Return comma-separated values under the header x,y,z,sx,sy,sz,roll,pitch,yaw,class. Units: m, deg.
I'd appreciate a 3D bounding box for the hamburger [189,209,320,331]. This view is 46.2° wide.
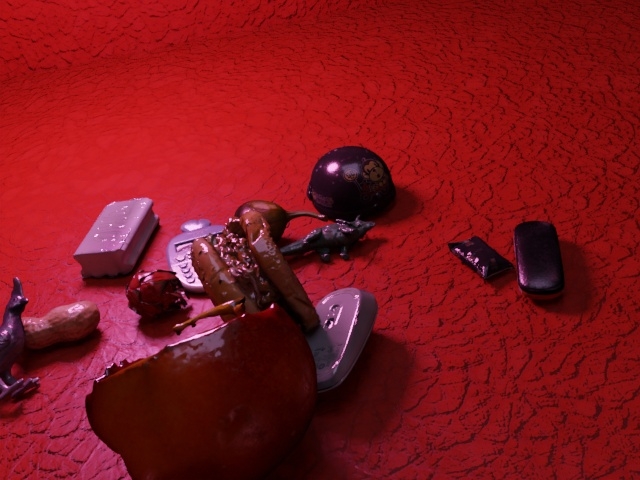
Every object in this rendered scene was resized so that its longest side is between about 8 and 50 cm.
x,y,z,sx,sy,sz,roll,pitch,yaw,class
-0.152,0.087,1.631,0.195,0.277,0.318,-32,27,-7,hamburger

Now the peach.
x,y,z,sx,sy,sz,roll,pitch,yaw,class
-0.196,0.297,1.348,0.406,0.310,0.335,-25,1,-9,peach

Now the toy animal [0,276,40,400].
x,y,z,sx,sy,sz,roll,pitch,yaw,class
-0.730,0.280,1.678,0.206,0.081,0.367,32,74,16,toy animal

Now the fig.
x,y,z,sx,sy,sz,roll,pitch,yaw,class
-0.104,-0.053,1.961,0.245,0.149,0.149,-12,35,-3,fig

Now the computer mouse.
x,y,z,sx,sy,sz,roll,pitch,yaw,class
0.036,0.219,1.589,0.159,0.097,0.288,-13,38,34,computer mouse

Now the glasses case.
x,y,z,sx,sy,sz,roll,pitch,yaw,class
0.507,0.041,1.752,0.103,0.067,0.267,0,36,12,glasses case

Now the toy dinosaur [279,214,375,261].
x,y,z,sx,sy,sz,roll,pitch,yaw,class
0.008,0.007,1.915,0.292,0.079,0.120,-23,32,-19,toy dinosaur

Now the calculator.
x,y,z,sx,sy,sz,roll,pitch,yaw,class
-0.309,0.035,1.977,0.188,0.042,0.303,-16,36,-6,calculator

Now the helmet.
x,y,z,sx,sy,sz,roll,pitch,yaw,class
0.075,-0.181,2.088,0.230,0.160,0.279,-31,42,-25,helmet

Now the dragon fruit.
x,y,z,sx,sy,sz,roll,pitch,yaw,class
-0.399,0.127,1.818,0.142,0.130,0.121,-36,10,-30,dragon fruit

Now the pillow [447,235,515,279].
x,y,z,sx,sy,sz,roll,pitch,yaw,class
0.382,0.040,1.800,0.090,0.048,0.150,-31,44,-14,pillow

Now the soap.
x,y,z,sx,sy,sz,roll,pitch,yaw,class
-0.553,-0.012,2.057,0.150,0.094,0.261,-1,37,11,soap

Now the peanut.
x,y,z,sx,sy,sz,roll,pitch,yaw,class
-0.637,0.205,1.784,0.228,0.086,0.104,-16,28,-6,peanut
